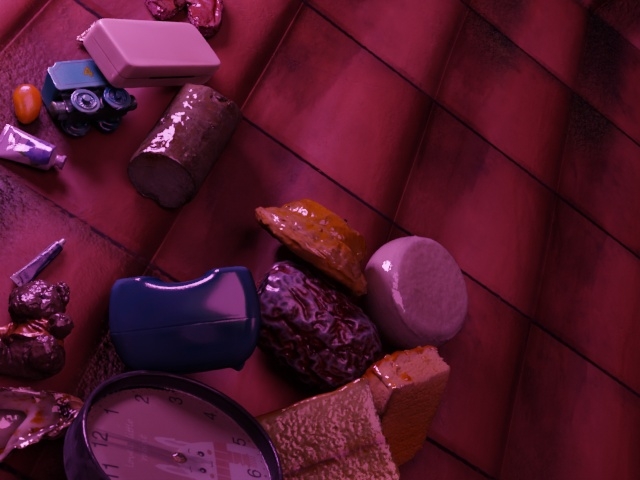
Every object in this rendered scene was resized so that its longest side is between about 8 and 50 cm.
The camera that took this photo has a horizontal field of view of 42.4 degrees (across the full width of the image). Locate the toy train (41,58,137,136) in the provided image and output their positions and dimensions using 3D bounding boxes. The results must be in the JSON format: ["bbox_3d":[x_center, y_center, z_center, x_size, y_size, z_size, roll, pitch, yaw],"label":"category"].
[{"bbox_3d":[-0.503,-0.315,1.796,0.198,0.107,0.154,-16,69,-38],"label":"toy train"}]

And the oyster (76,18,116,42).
[{"bbox_3d":[-0.477,-0.467,1.927,0.121,0.045,0.146,42,43,-4],"label":"oyster"}]

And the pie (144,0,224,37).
[{"bbox_3d":[-0.343,-0.613,2.089,0.218,0.054,0.204,7,63,-32],"label":"pie"}]

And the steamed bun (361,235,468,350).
[{"bbox_3d":[0.210,0.135,1.987,0.283,0.177,0.283,16,63,-35],"label":"steamed bun"}]

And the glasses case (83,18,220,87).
[{"bbox_3d":[-0.376,-0.426,1.884,0.144,0.076,0.336,54,30,9],"label":"glasses case"}]

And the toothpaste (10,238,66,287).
[{"bbox_3d":[-0.551,0.041,1.629,0.037,0.021,0.140,44,52,-8],"label":"toothpaste"}]

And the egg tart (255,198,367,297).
[{"bbox_3d":[0.000,0.000,1.848,0.319,0.319,0.128,38,86,-12],"label":"egg tart"}]

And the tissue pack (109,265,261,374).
[{"bbox_3d":[-0.258,0.164,1.602,0.287,0.198,0.206,-7,83,-6],"label":"tissue pack"}]

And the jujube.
[{"bbox_3d":[-0.024,0.188,1.779,0.317,0.226,0.226,40,50,-15],"label":"jujube"}]

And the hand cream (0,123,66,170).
[{"bbox_3d":[-0.596,-0.185,1.703,0.142,0.053,0.084,22,56,-11],"label":"hand cream"}]

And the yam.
[{"bbox_3d":[-0.296,-0.228,1.854,0.168,0.168,0.304,35,54,-14],"label":"yam"}]

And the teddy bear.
[{"bbox_3d":[-0.527,0.162,1.516,0.140,0.177,0.190,61,26,-59],"label":"teddy bear"}]

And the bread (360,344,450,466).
[{"bbox_3d":[0.156,0.365,1.770,0.184,0.275,0.114,-11,40,-37],"label":"bread"}]

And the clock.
[{"bbox_3d":[-0.241,0.372,1.410,0.386,0.076,0.386,26,22,-11],"label":"clock"}]

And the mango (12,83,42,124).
[{"bbox_3d":[-0.619,-0.286,1.740,0.060,0.046,0.089,11,73,-27],"label":"mango"}]

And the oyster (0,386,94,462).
[{"bbox_3d":[-0.570,0.313,1.419,0.341,0.110,0.166,-10,68,-34],"label":"oyster"}]

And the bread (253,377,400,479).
[{"bbox_3d":[-0.070,0.445,1.605,0.361,0.245,0.233,-9,72,-41],"label":"bread"}]
